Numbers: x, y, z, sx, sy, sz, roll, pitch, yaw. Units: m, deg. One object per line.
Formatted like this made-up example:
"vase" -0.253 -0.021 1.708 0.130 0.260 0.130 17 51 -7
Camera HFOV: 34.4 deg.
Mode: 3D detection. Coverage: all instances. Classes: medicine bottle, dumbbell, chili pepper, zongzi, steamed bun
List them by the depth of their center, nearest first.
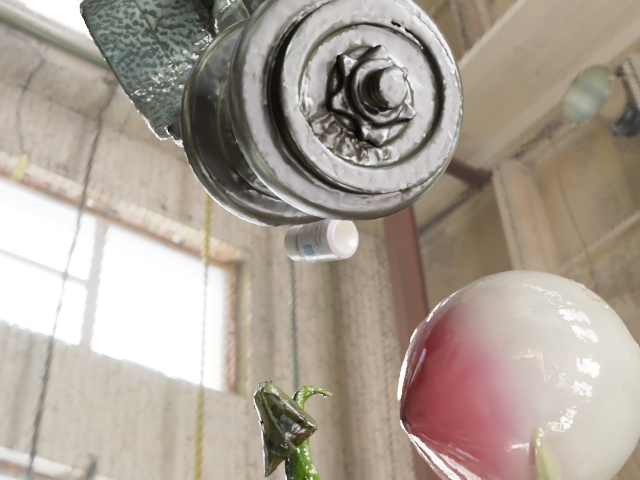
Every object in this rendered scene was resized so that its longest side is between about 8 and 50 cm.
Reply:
"dumbbell" -0.004 -0.106 0.838 0.290 0.192 0.192 1 -111 69
"steamed bun" 0.213 0.187 1.234 0.309 0.309 0.309 -42 -145 39
"medicine bottle" 0.000 0.000 1.247 0.089 0.052 0.052 -8 -119 48
"zongzi" -0.080 0.278 1.529 0.119 0.109 0.055 -46 -177 9
"chili pepper" -0.017 0.404 1.654 0.076 0.085 0.359 80 7 -70

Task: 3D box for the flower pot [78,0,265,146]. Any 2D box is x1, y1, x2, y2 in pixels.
"flower pot" -0.176 -0.314 1.529 0.283 0.299 0.299 -30 -149 0
